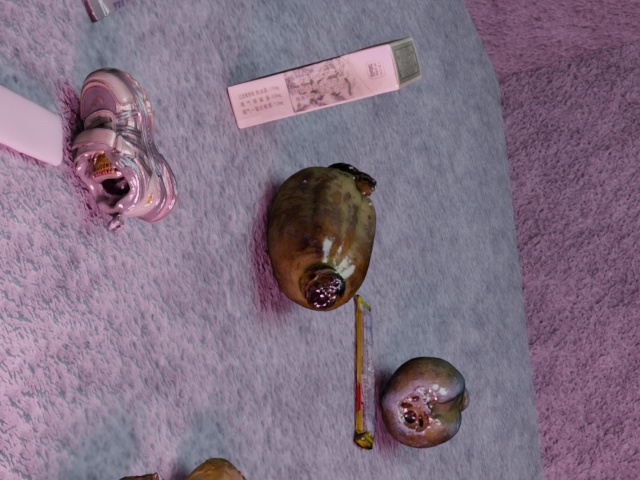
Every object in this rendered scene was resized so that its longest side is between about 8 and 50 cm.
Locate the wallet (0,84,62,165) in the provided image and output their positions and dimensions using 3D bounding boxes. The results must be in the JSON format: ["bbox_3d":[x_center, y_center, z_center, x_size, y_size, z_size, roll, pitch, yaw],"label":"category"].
[{"bbox_3d":[-0.301,-0.116,1.175,0.122,0.025,0.061,29,49,-65],"label":"wallet"}]

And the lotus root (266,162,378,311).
[{"bbox_3d":[0.000,0.000,1.750,0.309,0.173,0.173,-75,146,-55],"label":"lotus root"}]

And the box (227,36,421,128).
[{"bbox_3d":[0.009,-0.240,1.772,0.164,0.256,0.069,-40,116,-69],"label":"box"}]

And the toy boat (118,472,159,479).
[{"bbox_3d":[-0.203,0.304,1.025,0.089,0.121,0.321,65,22,-14],"label":"toy boat"}]

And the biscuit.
[{"bbox_3d":[0.076,0.220,1.998,0.048,0.026,0.292,50,31,-44],"label":"biscuit"}]

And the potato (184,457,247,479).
[{"bbox_3d":[-0.124,0.316,1.293,0.107,0.080,0.170,52,27,-35],"label":"potato"}]

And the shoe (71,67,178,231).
[{"bbox_3d":[-0.230,-0.096,1.286,0.092,0.089,0.180,-33,107,-57],"label":"shoe"}]

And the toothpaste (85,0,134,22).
[{"bbox_3d":[-0.236,-0.369,1.489,0.099,0.068,0.282,45,32,-5],"label":"toothpaste"}]

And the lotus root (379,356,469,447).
[{"bbox_3d":[0.190,0.285,2.111,0.322,0.140,0.158,12,83,-75],"label":"lotus root"}]
